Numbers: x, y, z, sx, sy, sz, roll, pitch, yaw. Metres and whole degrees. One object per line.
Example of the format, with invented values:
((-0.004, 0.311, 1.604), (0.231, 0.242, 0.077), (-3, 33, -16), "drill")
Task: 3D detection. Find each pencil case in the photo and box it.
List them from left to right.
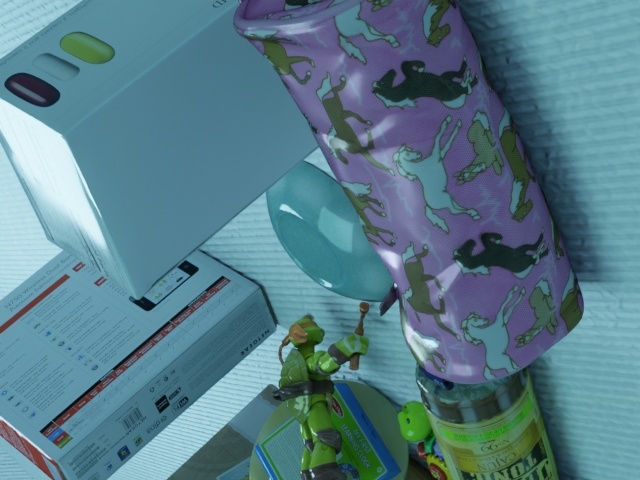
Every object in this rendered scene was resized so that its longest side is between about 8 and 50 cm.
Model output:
((0.076, -0.065, 1.179), (0.160, 0.167, 0.386), (-106, -10, -60), "pencil case")

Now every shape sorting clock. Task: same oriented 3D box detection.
((0.010, 0.264, 1.754), (0.206, 0.206, 0.040), (30, 174, 37), "shape sorting clock")

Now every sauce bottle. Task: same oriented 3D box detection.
((0.189, 0.234, 1.505), (0.111, 0.111, 0.344), (25, 149, 43), "sauce bottle")

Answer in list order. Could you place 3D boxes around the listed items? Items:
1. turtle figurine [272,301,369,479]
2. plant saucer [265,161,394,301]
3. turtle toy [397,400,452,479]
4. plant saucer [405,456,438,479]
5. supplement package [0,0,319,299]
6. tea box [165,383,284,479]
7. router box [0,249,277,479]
((-0.004, 0.176, 1.663), (0.269, 0.087, 0.217), (147, 117, -61), "turtle figurine")
((0.000, 0.000, 1.562), (0.195, 0.037, 0.195), (40, 156, 22), "plant saucer")
((0.139, 0.226, 1.629), (0.130, 0.066, 0.095), (51, 157, -5), "turtle toy")
((0.119, 0.335, 1.873), (0.200, 0.037, 0.200), (40, 156, 22), "plant saucer")
((-0.142, -0.120, 1.335), (0.145, 0.262, 0.204), (29, 150, 37), "supplement package")
((0.000, 0.420, 1.889), (0.329, 0.220, 0.323), (33, 154, 31), "tea box")
((-0.277, 0.130, 1.874), (0.301, 0.335, 0.082), (29, 150, 41), "router box")
